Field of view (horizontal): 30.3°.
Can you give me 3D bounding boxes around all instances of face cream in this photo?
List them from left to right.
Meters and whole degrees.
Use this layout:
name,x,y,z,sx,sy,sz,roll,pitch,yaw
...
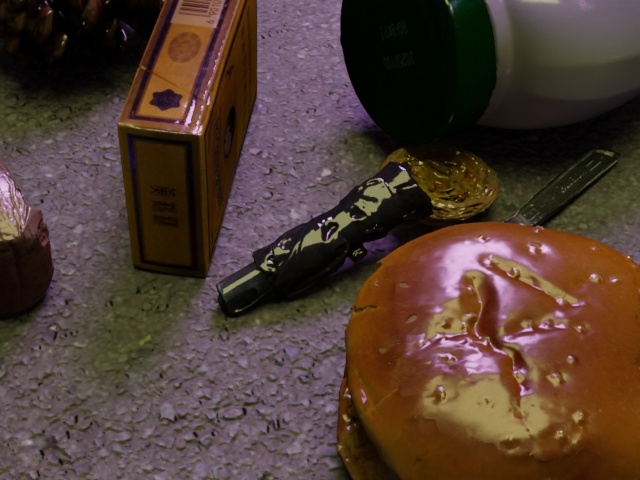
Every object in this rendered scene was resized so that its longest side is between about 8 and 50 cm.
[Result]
name,x,y,z,sx,sy,sz,roll,pitch,yaw
face cream,0.222,-0.250,1.314,0.356,0.220,0.312,-18,43,-30

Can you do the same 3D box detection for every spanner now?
name,x,y,z,sx,sy,sz,roll,pitch,yaw
spanner,0.220,-0.020,1.240,0.093,0.026,0.325,35,53,27

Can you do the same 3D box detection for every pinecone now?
name,x,y,z,sx,sy,sz,roll,pitch,yaw
pinecone,-0.286,-0.306,1.364,0.257,0.243,0.244,16,44,-15

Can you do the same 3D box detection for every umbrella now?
name,x,y,z,sx,sy,sz,roll,pitch,yaw
umbrella,0.000,0.000,1.169,0.235,0.059,0.066,-30,53,-9

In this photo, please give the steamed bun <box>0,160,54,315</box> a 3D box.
name,x,y,z,sx,sy,sz,roll,pitch,yaw
steamed bun,-0.331,-0.020,1.135,0.175,0.145,0.106,34,52,21

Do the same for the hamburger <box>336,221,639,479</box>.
name,x,y,z,sx,sy,sz,roll,pitch,yaw
hamburger,0.171,0.121,1.003,0.314,0.170,0.290,-1,52,-5

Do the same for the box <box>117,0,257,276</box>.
name,x,y,z,sx,sy,sz,roll,pitch,yaw
box,-0.128,-0.138,1.222,0.083,0.193,0.302,6,46,5

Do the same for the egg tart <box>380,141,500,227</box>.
name,x,y,z,sx,sy,sz,roll,pitch,yaw
egg tart,0.126,-0.055,1.254,0.128,0.049,0.129,2,42,-2
